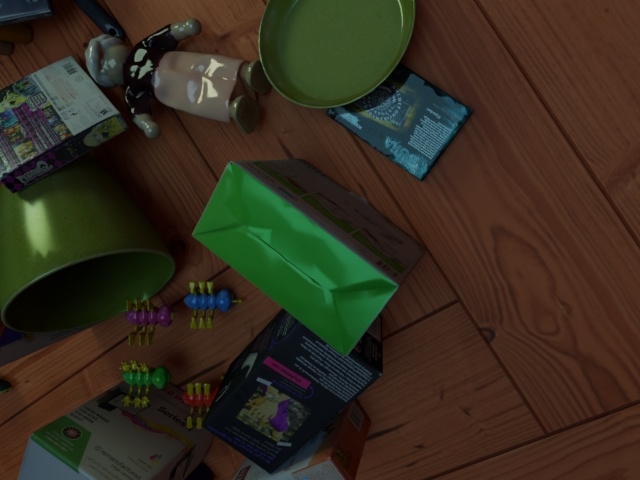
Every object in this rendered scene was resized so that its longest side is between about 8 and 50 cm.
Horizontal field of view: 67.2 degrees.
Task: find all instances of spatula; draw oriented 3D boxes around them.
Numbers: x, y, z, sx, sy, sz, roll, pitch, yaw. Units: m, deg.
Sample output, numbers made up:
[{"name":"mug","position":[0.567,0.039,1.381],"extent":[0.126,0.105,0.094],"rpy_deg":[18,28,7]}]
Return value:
[{"name":"spatula","position":[-0.460,-0.470,0.878],"extent":[0.084,0.030,0.296],"rpy_deg":[-43,85,19]}]

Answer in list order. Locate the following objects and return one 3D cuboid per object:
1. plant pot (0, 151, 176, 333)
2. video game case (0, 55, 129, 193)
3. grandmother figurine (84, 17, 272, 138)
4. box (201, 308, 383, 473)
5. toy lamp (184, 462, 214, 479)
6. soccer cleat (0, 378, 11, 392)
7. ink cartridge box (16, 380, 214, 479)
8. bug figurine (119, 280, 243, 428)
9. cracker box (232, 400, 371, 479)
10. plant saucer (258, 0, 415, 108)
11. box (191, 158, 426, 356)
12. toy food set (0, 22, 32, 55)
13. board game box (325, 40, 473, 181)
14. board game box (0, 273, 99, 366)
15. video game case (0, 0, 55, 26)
[{"name":"plant pot","position":[-0.443,-0.031,0.857],"extent":[0.275,0.275,0.293],"rpy_deg":[-36,70,23]},{"name":"video game case","position":[-0.473,-0.209,0.825],"extent":[0.210,0.041,0.232],"rpy_deg":[-36,58,-16]},{"name":"grandmother figurine","position":[-0.258,-0.271,0.814],"extent":[0.343,0.104,0.207],"rpy_deg":[21,80,18]},{"name":"box","position":[-0.040,0.207,0.771],"extent":[0.143,0.165,0.270],"rpy_deg":[39,113,-8]},{"name":"toy lamp","position":[-0.321,0.576,1.012],"extent":[0.080,0.080,0.274],"rpy_deg":[43,111,8]},{"name":"soccer cleat","position":[-0.819,0.339,1.159],"extent":[0.179,0.060,0.072],"rpy_deg":[-4,98,24]},{"name":"ink cartridge box","position":[-0.345,0.373,0.872],"extent":[0.202,0.278,0.117],"rpy_deg":[26,105,14]},{"name":"bug figurine","position":[-0.258,0.200,0.891],"extent":[0.217,0.072,0.278],"rpy_deg":[4,99,-4]},{"name":"cracker box","position":[-0.038,0.372,0.820],"extent":[0.232,0.155,0.067],"rpy_deg":[-33,96,23]},{"name":"plant saucer","position":[0.023,-0.307,0.706],"extent":[0.241,0.037,0.240],"rpy_deg":[-2,86,23]},{"name":"box","position":[0.000,0.000,0.694],"extent":[0.262,0.231,0.126],"rpy_deg":[37,110,10]},{"name":"toy food set","position":[-0.691,-0.431,0.931],"extent":[0.232,0.104,0.111],"rpy_deg":[38,111,10]},{"name":"board game box","position":[0.114,-0.192,0.724],"extent":[0.186,0.026,0.126],"rpy_deg":[38,111,9]},{"name":"board game box","position":[-0.568,0.098,0.860],"extent":[0.078,0.347,0.233],"rpy_deg":[-22,93,22]},{"name":"video game case","position":[-0.629,-0.462,0.838],"extent":[0.275,0.026,0.195],"rpy_deg":[-15,90,-7]}]
